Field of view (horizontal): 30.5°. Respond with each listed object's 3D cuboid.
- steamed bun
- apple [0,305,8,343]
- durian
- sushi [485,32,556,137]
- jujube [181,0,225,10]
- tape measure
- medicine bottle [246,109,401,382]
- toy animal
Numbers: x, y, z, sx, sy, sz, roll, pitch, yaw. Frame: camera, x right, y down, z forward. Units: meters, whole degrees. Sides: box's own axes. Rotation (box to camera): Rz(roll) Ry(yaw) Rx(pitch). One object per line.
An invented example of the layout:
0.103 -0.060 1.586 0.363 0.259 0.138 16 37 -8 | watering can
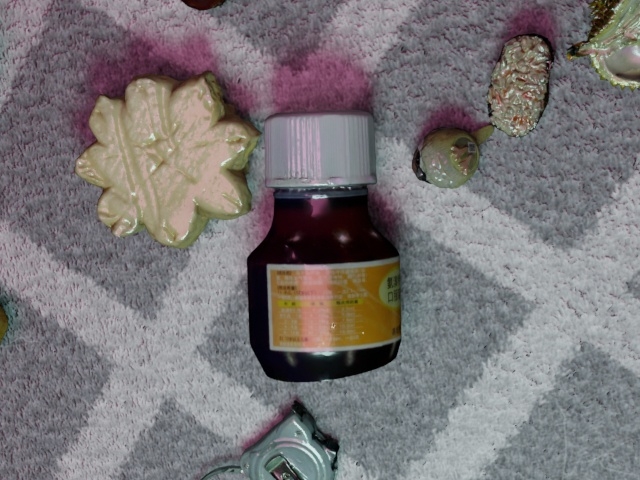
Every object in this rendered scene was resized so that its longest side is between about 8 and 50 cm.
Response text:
-0.223 -0.131 1.847 0.292 0.137 0.295 25 100 10 | steamed bun
-0.597 0.152 2.006 0.102 0.126 0.126 24 112 -34 | apple
0.457 -0.312 1.646 0.237 0.138 0.193 -19 102 13 | durian
0.296 -0.231 1.733 0.091 0.078 0.150 13 107 9 | sushi
-0.160 -0.429 1.777 0.104 0.104 0.166 23 106 6 | jujube
-0.109 0.427 1.982 0.164 0.084 0.330 46 107 3 | tape measure
0.000 0.000 1.772 0.243 0.242 0.395 -2 99 13 | medicine bottle
0.198 -0.134 1.786 0.098 0.137 0.098 32 146 26 | toy animal
